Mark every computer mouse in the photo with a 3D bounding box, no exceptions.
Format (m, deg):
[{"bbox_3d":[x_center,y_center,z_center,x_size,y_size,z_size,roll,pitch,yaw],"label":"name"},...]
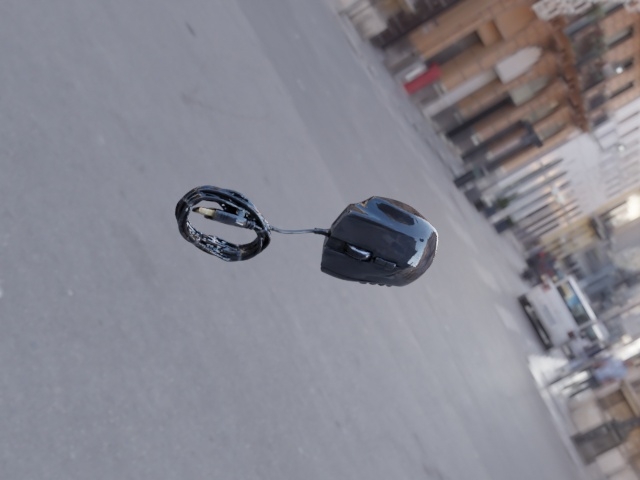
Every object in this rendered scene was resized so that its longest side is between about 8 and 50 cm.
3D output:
[{"bbox_3d":[0.000,0.000,0.766,0.242,0.071,0.041,6,33,-36],"label":"computer mouse"}]
